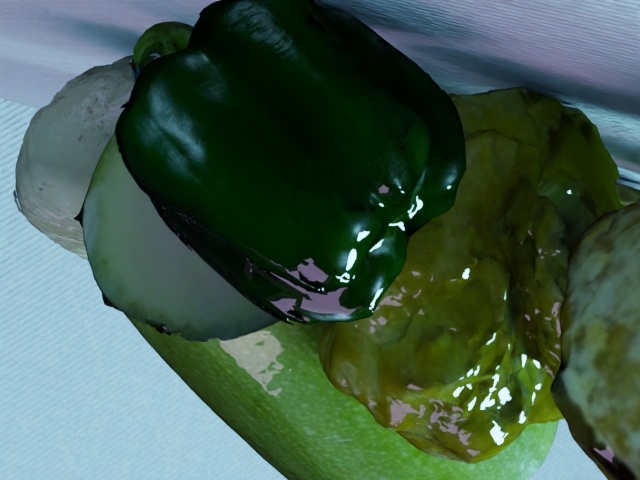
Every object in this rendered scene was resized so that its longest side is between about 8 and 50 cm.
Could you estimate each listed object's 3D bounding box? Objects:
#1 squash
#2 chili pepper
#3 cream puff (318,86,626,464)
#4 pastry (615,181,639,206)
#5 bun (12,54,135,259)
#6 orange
[{"bbox_3d":[0.013,0.053,1.487,0.263,0.263,0.384,14,158,35],"label":"squash"},{"bbox_3d":[-0.041,-0.068,1.130,0.261,0.174,0.165,40,-167,28],"label":"chili pepper"},{"bbox_3d":[0.130,0.026,1.258,0.282,0.282,0.185,16,-175,-46],"label":"cream puff"},{"bbox_3d":[0.204,-0.005,1.764,0.329,0.136,0.329,17,173,2],"label":"pastry"},{"bbox_3d":[-0.109,-0.060,1.755,0.359,0.211,0.360,19,169,4],"label":"bun"},{"bbox_3d":[0.302,0.064,1.139,0.210,0.271,0.368,-29,176,25],"label":"orange"}]
